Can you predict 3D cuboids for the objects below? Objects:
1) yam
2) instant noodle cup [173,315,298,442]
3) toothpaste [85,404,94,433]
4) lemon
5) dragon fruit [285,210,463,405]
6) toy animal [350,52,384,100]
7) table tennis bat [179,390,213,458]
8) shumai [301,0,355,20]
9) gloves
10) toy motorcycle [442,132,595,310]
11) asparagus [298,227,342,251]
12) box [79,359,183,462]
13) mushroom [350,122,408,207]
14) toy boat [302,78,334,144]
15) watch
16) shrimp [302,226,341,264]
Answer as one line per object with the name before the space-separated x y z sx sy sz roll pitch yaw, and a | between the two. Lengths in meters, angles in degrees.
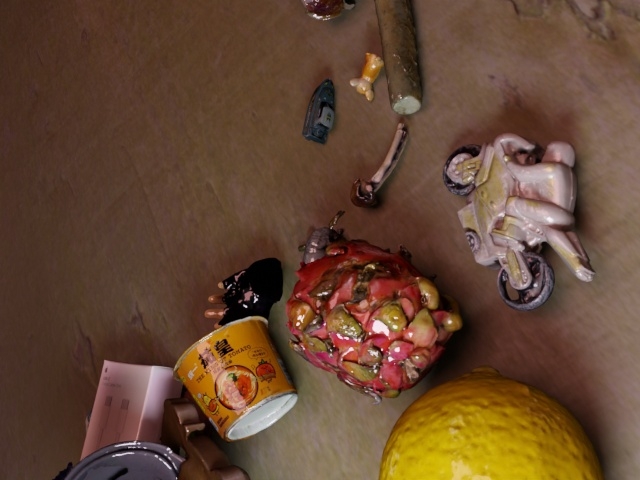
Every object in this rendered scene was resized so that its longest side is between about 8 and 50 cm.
yam | 0.152 -0.431 1.350 0.083 0.083 0.371 -19 69 32
instant noodle cup | -0.155 0.277 1.306 0.216 0.216 0.172 -45 64 19
toothpaste | -0.533 0.397 1.656 0.197 0.035 0.057 -51 37 16
lemon | 0.233 0.356 0.921 0.336 0.336 0.335 -11 70 34
dragon fruit | 0.098 0.127 1.128 0.291 0.250 0.269 6 62 44
toy animal | 0.099 -0.337 1.372 0.083 0.061 0.081 -65 16 -2
table tennis bat | -0.328 0.465 1.490 0.154 0.021 0.274 36 98 39
shumai | 0.025 -0.595 1.466 0.218 0.184 0.185 -43 90 6
gloves | -0.167 0.135 1.407 0.203 0.124 0.164 -48 18 47
toy motorcycle | 0.331 -0.060 1.088 0.223 0.108 0.340 -37 50 30
asparagus | 0.000 0.000 1.380 0.114 0.014 0.015 -21 82 30
box | -0.426 0.407 1.515 0.203 0.106 0.251 -4 69 42
mushroom | 0.123 -0.144 1.312 0.060 0.061 0.187 32 85 25
toy boat | 0.002 -0.281 1.432 0.060 0.055 0.141 7 81 46
watch | -0.333 0.505 1.238 0.335 0.327 0.313 48 137 38
shrimp | -0.002 0.088 1.321 0.090 0.079 0.232 161 117 -71
